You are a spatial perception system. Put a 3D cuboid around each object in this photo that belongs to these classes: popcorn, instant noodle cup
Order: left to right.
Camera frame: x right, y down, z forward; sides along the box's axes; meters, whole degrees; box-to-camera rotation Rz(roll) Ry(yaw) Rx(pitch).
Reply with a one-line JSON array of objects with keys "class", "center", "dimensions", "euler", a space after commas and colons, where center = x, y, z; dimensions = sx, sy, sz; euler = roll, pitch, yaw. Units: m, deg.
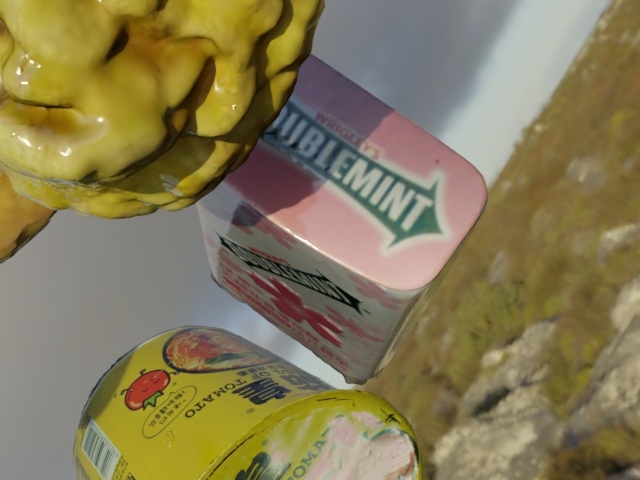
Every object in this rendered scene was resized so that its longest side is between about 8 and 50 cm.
[{"class": "popcorn", "center": [-0.086, -0.100, 0.523], "dimensions": [0.226, 0.200, 0.203], "euler": [-24, 31, 21]}, {"class": "instant noodle cup", "center": [-0.093, 0.249, 1.230], "dimensions": [0.325, 0.254, 0.325], "euler": [-17, -60, -33]}]

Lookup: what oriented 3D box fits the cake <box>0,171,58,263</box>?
[{"class": "cake", "center": [-0.369, -0.108, 1.033], "dimensions": [0.332, 0.332, 0.321], "euler": [-57, 14, -14]}]

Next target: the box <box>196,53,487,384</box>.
[{"class": "box", "center": [0.000, 0.000, 0.886], "dimensions": [0.112, 0.190, 0.370], "euler": [-51, -9, -15]}]
